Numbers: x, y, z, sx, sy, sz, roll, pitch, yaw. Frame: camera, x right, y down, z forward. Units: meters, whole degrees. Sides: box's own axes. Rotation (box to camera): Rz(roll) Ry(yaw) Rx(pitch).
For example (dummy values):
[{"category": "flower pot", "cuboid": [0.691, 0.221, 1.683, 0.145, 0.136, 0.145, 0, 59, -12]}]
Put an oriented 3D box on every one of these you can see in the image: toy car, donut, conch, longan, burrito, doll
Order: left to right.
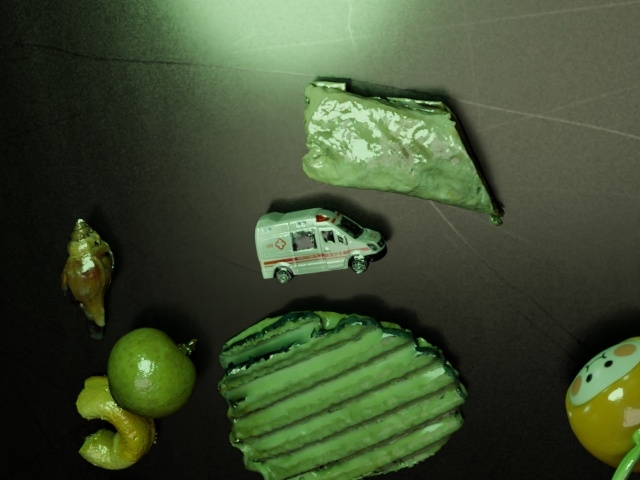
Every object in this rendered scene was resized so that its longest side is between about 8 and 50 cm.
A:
[{"category": "conch", "cuboid": [-0.403, 0.071, 1.729, 0.086, 0.080, 0.232, 22, 113, 11]}, {"category": "donut", "cuboid": [-0.371, 0.338, 1.823, 0.146, 0.078, 0.181, 11, 113, 9]}, {"category": "longan", "cuboid": [-0.284, 0.222, 1.739, 0.145, 0.176, 0.154, 22, 146, 45]}, {"category": "toy car", "cuboid": [0.000, 0.000, 1.626, 0.210, 0.089, 0.108, -7, 103, 16]}, {"category": "burrito", "cuboid": [0.131, -0.139, 1.548, 0.348, 0.107, 0.175, 15, 125, 7]}, {"category": "doll", "cuboid": [0.495, 0.275, 1.554, 0.213, 0.236, 0.213, 3, 115, 6]}]

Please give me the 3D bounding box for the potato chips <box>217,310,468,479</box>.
[{"category": "potato chips", "cuboid": [0.028, 0.273, 1.734, 0.429, 0.070, 0.358, -24, 106, 19]}]
